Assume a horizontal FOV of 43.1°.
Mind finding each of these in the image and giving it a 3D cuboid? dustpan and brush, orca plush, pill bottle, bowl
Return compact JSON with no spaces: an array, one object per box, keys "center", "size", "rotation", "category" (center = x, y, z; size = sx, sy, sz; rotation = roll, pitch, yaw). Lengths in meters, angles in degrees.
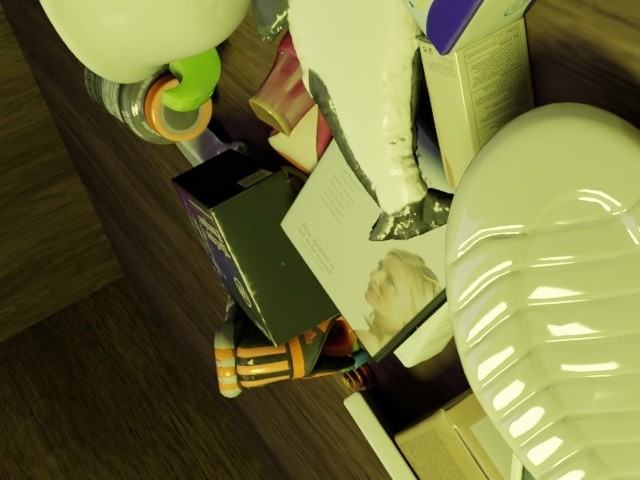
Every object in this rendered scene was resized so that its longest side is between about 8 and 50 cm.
[{"center":[-0.153,-0.128,1.197],"size":[0.147,0.060,0.211],"rotation":[53,171,-20],"category":"dustpan and brush"},{"center":[0.053,-0.151,0.608],"size":[0.151,0.102,0.287],"rotation":[-23,101,30],"category":"orca plush"},{"center":[-0.242,-0.214,1.162],"size":[0.246,0.130,0.130],"rotation":[35,150,51],"category":"pill bottle"},{"center":[-0.105,-0.273,0.625],"size":[0.298,0.134,0.297],"rotation":[0,-90,-77],"category":"bowl"}]

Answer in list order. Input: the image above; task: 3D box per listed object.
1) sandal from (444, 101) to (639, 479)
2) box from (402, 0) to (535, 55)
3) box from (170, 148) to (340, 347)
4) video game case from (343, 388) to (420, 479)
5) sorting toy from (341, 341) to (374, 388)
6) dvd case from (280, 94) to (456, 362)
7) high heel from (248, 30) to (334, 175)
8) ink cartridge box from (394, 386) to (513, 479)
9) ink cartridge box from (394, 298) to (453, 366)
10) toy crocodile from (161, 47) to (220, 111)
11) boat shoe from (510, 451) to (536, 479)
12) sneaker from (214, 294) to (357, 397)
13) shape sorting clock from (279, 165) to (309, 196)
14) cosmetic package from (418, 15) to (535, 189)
[{"center":[0.208,0.109,0.515],"size":[0.416,0.169,0.102],"rotation":[62,-159,-6],"category":"sandal"},{"center":[0.077,-0.199,0.452],"size":[0.137,0.072,0.126],"rotation":[56,162,9],"category":"box"},{"center":[-0.086,-0.002,1.011],"size":[0.184,0.103,0.261],"rotation":[64,168,-19],"category":"box"},{"center":[0.104,0.282,1.038],"size":[0.204,0.025,0.285],"rotation":[56,179,12],"category":"video game case"},{"center":[0.039,0.170,1.147],"size":[0.102,0.042,0.061],"rotation":[63,161,-8],"category":"sorting toy"},{"center":[0.058,-0.014,0.741],"size":[0.180,0.022,0.253],"rotation":[55,143,16],"category":"dvd case"},{"center":[-0.001,-0.137,0.805],"size":[0.082,0.117,0.244],"rotation":[35,175,20],"category":"high heel"},{"center":[0.192,0.263,0.820],"size":[0.234,0.088,0.193],"rotation":[57,160,12],"category":"ink cartridge box"},{"center":[0.083,-0.015,0.778],"size":[0.189,0.066,0.232],"rotation":[50,137,24],"category":"ink cartridge box"},{"center":[-0.208,-0.318,0.956],"size":[0.340,0.105,0.115],"rotation":[64,161,-12],"category":"toy crocodile"},{"center":[0.198,0.157,0.638],"size":[0.079,0.095,0.254],"rotation":[7,117,29],"category":"boat shoe"},{"center":[-0.039,0.130,1.129],"size":[0.321,0.180,0.124],"rotation":[-93,-3,-76],"category":"sneaker"},{"center":[0.000,0.000,0.996],"size":[0.206,0.040,0.206],"rotation":[50,159,27],"category":"shape sorting clock"},{"center":[0.110,-0.091,0.549],"size":[0.041,0.060,0.115],"rotation":[37,150,51],"category":"cosmetic package"}]
